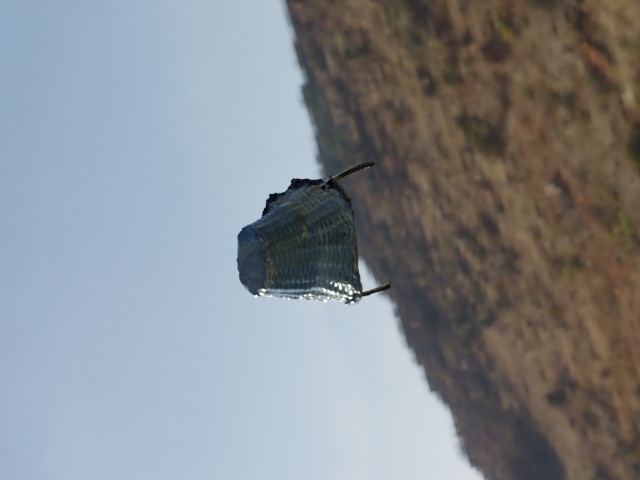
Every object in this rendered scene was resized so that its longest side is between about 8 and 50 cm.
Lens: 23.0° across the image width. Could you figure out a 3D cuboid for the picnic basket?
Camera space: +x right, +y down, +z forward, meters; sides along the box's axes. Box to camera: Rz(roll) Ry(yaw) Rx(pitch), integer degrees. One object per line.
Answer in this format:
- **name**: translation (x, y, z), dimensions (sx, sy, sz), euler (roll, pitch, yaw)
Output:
- **picnic basket**: translation (0.000, 0.000, 0.750), dimensions (0.083, 0.083, 0.065), euler (5, 104, 57)
